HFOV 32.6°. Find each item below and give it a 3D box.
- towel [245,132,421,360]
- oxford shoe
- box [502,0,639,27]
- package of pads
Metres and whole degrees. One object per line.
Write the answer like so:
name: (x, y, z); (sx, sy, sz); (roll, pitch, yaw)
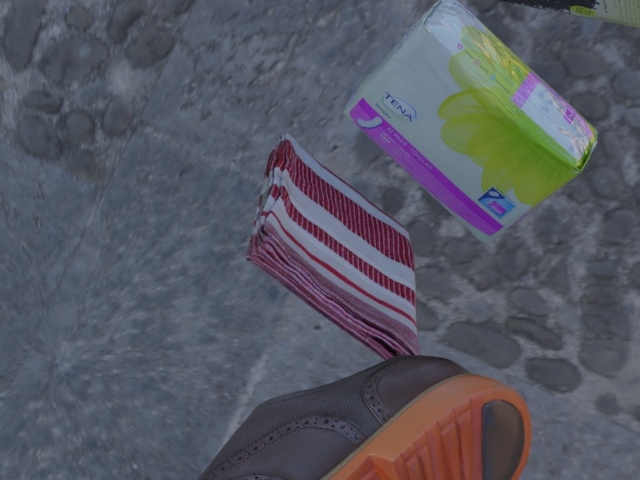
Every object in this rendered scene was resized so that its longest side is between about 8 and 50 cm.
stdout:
towel: (0.027, 0.002, 1.319); (0.237, 0.329, 0.037); (37, 113, -15)
oxford shoe: (-0.035, 0.188, 0.714); (0.363, 0.132, 0.130); (-25, 119, -26)
box: (0.206, -0.190, 0.756); (0.232, 0.087, 0.058); (16, 84, 23)
package of pads: (0.204, -0.162, 1.504); (0.296, 0.229, 0.101); (41, 49, -4)
